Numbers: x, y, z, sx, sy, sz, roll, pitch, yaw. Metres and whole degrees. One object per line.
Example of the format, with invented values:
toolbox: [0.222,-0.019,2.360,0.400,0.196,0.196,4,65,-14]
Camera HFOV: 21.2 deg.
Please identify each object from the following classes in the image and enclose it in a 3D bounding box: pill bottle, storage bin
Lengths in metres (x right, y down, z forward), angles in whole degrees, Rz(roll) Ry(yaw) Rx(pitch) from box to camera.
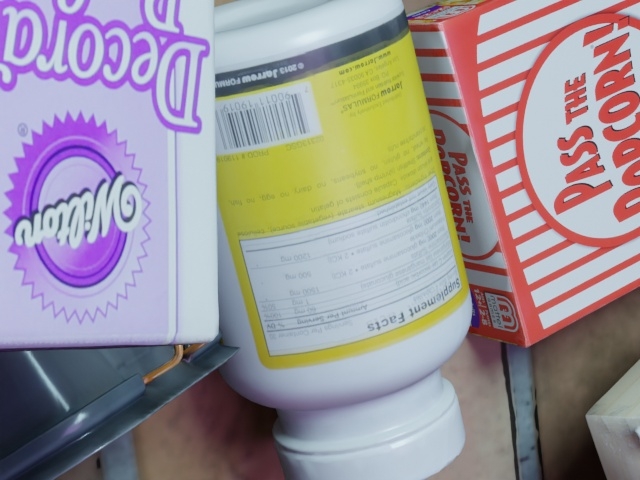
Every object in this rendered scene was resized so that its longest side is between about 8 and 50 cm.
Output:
pill bottle: [0.000,0.000,0.652,0.103,0.103,0.184,-22,108,-27]
storage bin: [-0.095,0.030,0.575,0.098,0.135,0.091,-33,90,20]

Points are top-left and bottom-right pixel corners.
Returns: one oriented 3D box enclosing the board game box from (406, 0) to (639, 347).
board game box: [0.133,-0.059,0.760,0.193,0.045,0.147,-26,109,-26]

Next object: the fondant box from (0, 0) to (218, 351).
fondant box: [-0.131,-0.138,0.375,0.238,0.096,0.330,2,87,-54]

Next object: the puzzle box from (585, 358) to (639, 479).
puzzle box: [0.278,0.187,0.839,0.272,0.052,0.409,-37,114,-39]
